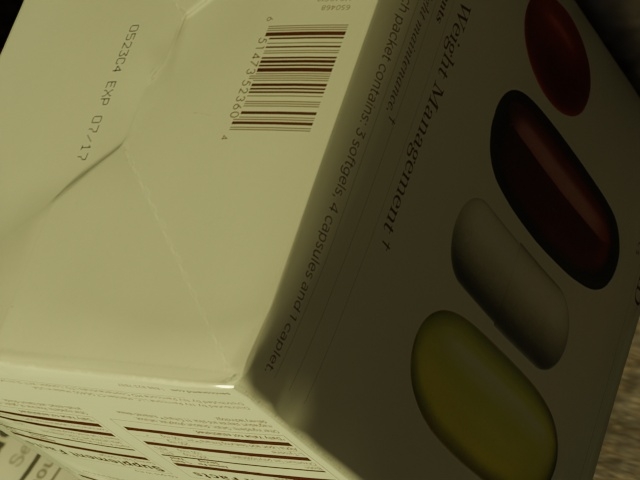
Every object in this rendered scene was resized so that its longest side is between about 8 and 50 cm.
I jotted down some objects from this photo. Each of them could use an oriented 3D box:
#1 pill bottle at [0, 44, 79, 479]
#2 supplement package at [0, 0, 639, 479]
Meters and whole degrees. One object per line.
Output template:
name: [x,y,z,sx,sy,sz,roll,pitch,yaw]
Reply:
pill bottle: [-0.155,0.039,0.721,0.229,0.229,0.408,4,162,35]
supplement package: [0.000,0.000,0.607,0.149,0.194,0.203,4,154,36]
